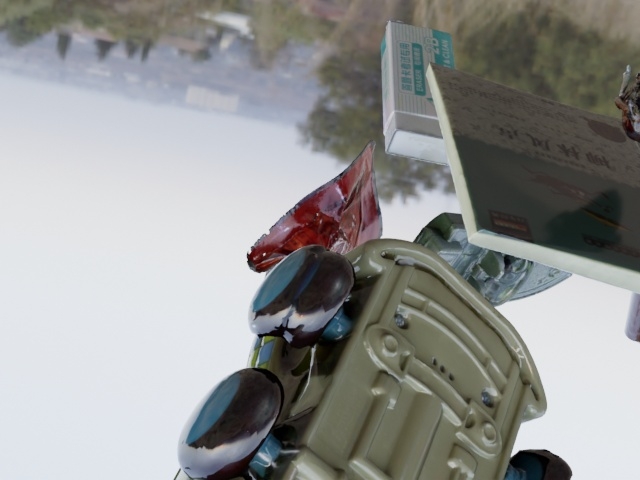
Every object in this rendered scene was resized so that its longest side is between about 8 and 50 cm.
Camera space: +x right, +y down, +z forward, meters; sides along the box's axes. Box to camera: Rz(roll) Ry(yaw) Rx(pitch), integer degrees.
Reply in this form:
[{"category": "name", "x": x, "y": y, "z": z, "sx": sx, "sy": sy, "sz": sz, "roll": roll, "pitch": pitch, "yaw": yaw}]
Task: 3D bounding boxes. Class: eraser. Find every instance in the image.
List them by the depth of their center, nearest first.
[{"category": "eraser", "x": 0.133, "y": -0.203, "z": 1.469, "sx": 0.096, "sy": 0.052, "sz": 0.225, "roll": 10, "pitch": -133, "yaw": -11}]

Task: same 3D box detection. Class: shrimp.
[{"category": "shrimp", "x": 0.338, "y": -0.136, "z": 1.117, "sx": 0.075, "sy": 0.073, "sz": 0.190, "roll": 20, "pitch": -172, "yaw": 28}]

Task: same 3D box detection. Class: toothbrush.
[{"category": "toothbrush", "x": 0.467, "y": 0.055, "z": 1.547, "sx": 0.041, "sy": 0.040, "sz": 0.364, "roll": 13, "pitch": 153, "yaw": 17}]

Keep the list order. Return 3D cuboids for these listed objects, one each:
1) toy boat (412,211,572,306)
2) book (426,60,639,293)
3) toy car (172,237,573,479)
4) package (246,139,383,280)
[{"category": "toy boat", "x": 0.248, "y": 0.036, "z": 1.536, "sx": 0.320, "sy": 0.141, "sz": 0.092, "roll": 4, "pitch": -139, "yaw": -38}, {"category": "book", "x": 0.252, "y": -0.069, "z": 1.154, "sx": 0.264, "sy": 0.031, "sz": 0.379, "roll": 14, "pitch": -149, "yaw": -12}, {"category": "toy car", "x": -0.005, "y": 0.135, "z": 0.594, "sx": 0.204, "sy": 0.248, "sz": 0.198, "roll": 42, "pitch": 138, "yaw": -16}, {"category": "package", "x": 0.000, "y": 0.000, "z": 1.503, "sx": 0.269, "sy": 0.194, "sz": 0.071, "roll": -34, "pitch": -122, "yaw": -29}]
